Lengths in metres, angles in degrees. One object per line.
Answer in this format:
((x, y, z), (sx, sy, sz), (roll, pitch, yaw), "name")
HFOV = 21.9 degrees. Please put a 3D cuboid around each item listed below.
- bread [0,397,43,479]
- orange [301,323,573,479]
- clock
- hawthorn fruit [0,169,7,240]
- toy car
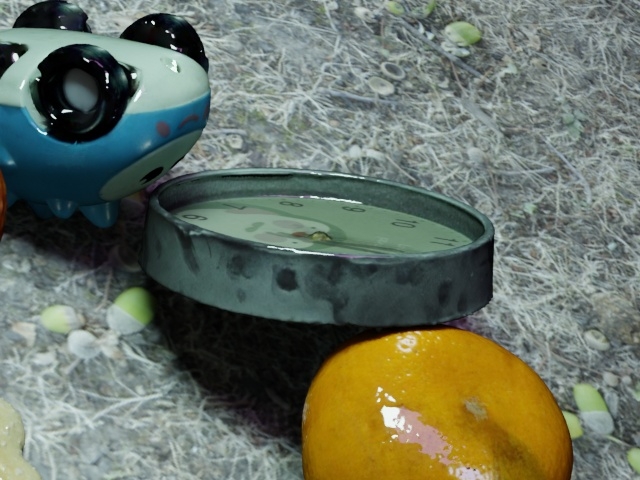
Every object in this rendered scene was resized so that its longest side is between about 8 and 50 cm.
((-0.299, 0.198, 1.243), (0.182, 0.039, 0.251), (26, 41, -1), "bread")
((0.093, 0.178, 1.373), (0.240, 0.171, 0.240), (19, 39, -16), "orange")
((0.000, 0.001, 1.468), (0.319, 0.066, 0.319), (6, 15, -2), "clock")
((-0.413, -0.053, 1.293), (0.287, 0.287, 0.330), (-9, 33, -34), "hawthorn fruit")
((-0.224, -0.106, 1.475), (0.255, 0.190, 0.188), (8, 20, 22), "toy car")
